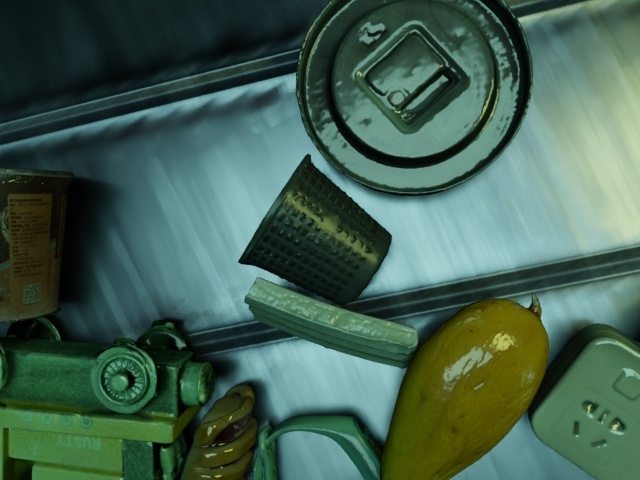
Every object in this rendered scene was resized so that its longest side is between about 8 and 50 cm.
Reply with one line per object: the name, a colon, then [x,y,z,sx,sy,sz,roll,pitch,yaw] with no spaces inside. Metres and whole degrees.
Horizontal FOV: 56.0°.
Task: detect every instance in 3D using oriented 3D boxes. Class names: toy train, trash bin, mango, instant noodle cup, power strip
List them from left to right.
instant noodle cup: [-0.458,0.001,0.841,0.218,0.217,0.207,1,94,7]
toy train: [-0.342,0.239,0.840,0.397,0.160,0.253,3,95,8]
trash bin: [0.000,0.000,0.808,0.161,0.175,0.175,34,92,-5]
mango: [0.182,0.197,0.770,0.176,0.119,0.316,30,94,-36]
power strip: [0.428,0.188,0.770,0.229,0.141,0.261,33,106,8]

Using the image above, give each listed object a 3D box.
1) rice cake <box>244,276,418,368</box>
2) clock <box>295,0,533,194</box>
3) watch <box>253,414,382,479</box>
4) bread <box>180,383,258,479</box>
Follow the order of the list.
rice cake: [0.017,0.117,0.815,0.237,0.127,0.043,17,69,9]
clock: [0.126,-0.218,0.840,0.319,0.066,0.318,0,88,7]
watch: [0.008,0.345,0.834,0.195,0.068,0.237,-34,88,7]
bread: [-0.139,0.314,0.818,0.081,0.134,0.225,17,92,6]
